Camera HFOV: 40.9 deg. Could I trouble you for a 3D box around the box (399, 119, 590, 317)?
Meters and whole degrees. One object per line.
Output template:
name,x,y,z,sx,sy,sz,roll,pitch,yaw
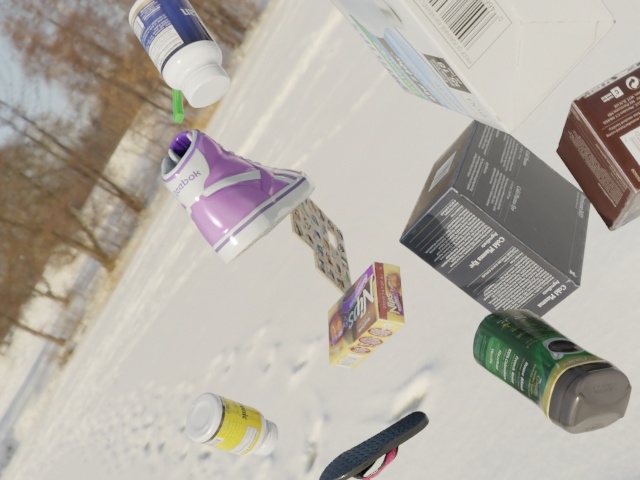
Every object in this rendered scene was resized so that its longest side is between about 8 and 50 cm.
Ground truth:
box,0.367,-0.043,1.757,0.179,0.312,0.343,-49,6,38

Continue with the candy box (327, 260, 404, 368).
candy box,0.073,0.129,1.441,0.187,0.053,0.109,128,148,-51

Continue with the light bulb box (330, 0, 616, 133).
light bulb box,0.168,-0.385,1.260,0.225,0.358,0.361,-46,27,0

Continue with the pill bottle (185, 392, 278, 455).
pill bottle,-0.112,0.244,1.121,0.065,0.116,0.065,-26,49,35

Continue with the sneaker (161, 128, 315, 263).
sneaker,-0.101,-0.081,1.061,0.102,0.161,0.282,-43,0,15

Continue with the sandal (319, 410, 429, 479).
sandal,0.082,0.303,1.209,0.179,0.040,0.067,-28,12,-13

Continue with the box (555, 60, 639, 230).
box,0.479,-0.145,1.293,0.168,0.167,0.203,-30,-17,-1

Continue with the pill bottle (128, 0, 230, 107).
pill bottle,-0.203,-0.282,1.266,0.094,0.169,0.094,-31,-16,-9

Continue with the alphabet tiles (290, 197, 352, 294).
alphabet tiles,0.000,0.000,1.765,0.009,0.237,0.198,-25,49,19

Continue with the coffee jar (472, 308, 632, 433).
coffee jar,0.267,0.150,1.002,0.184,0.096,0.079,38,127,57

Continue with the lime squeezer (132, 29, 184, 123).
lime squeezer,-0.257,-0.330,1.453,0.310,0.059,0.110,-121,32,-42
